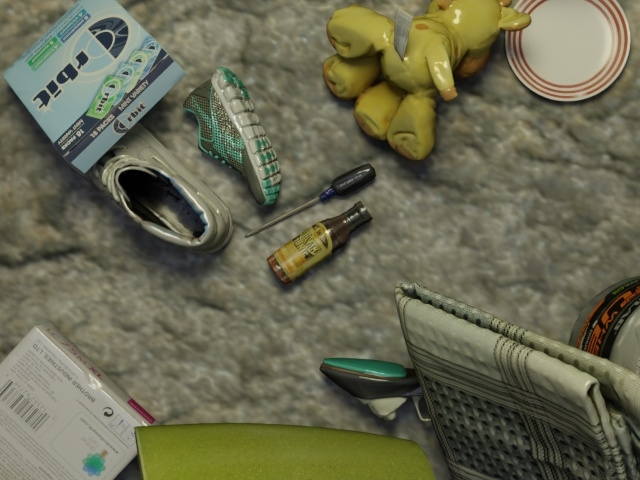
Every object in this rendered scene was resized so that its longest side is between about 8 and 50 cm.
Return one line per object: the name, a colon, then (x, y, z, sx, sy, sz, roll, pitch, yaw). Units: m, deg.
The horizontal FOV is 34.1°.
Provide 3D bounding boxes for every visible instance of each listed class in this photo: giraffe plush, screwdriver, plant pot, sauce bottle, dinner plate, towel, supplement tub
giraffe plush: (0.124, -0.217, 1.140, 0.170, 0.210, 0.181, -37, 83, -27)
screwdriver: (-0.011, -0.041, 1.206, 0.170, 0.024, 0.025, -32, 116, 9)
plant pot: (-0.028, 0.306, 1.093, 0.294, 0.275, 0.274, -8, 88, -12)
sauce bottle: (0.000, 0.000, 1.190, 0.128, 0.042, 0.042, -37, 87, 1)
dinner plate: (0.281, -0.228, 1.190, 0.141, 0.017, 0.141, 0, 90, 3)
towel: (0.211, 0.210, 0.998, 0.056, 0.324, 0.312, -33, 121, -26)
supplement tub: (0.362, 0.130, 1.027, 0.194, 0.316, 0.193, 0, 88, 3)

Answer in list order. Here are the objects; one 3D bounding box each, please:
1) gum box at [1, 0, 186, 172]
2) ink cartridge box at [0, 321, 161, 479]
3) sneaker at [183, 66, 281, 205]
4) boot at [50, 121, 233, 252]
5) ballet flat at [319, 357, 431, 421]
gum box: (-0.255, -0.185, 1.162, 0.157, 0.041, 0.184, -44, 51, 0)
ink cartridge box: (-0.354, 0.267, 1.195, 0.186, 0.065, 0.311, 43, 89, 1)
sneaker: (-0.102, -0.111, 1.198, 0.076, 0.065, 0.166, -25, 84, 19)
boot: (-0.210, -0.081, 1.163, 0.258, 0.123, 0.095, 35, 91, 4)
ballet flat: (0.100, 0.168, 1.167, 0.203, 0.074, 0.074, 1, 89, 1)
